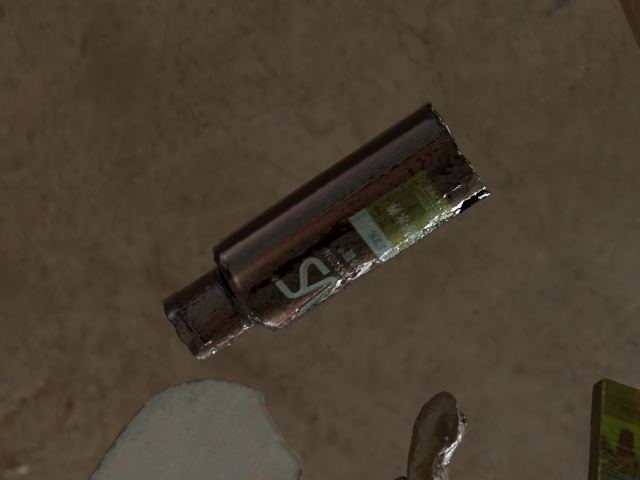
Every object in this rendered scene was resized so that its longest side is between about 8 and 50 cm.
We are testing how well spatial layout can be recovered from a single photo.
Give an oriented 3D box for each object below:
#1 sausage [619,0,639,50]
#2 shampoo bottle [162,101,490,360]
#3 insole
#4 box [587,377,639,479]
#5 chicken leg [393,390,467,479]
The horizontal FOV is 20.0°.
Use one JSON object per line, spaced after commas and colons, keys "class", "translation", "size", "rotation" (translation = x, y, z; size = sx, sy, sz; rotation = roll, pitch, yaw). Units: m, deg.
{"class": "sausage", "translation": [0.402, -0.257, 2.019], "size": [0.123, 0.123, 0.253], "rotation": [-25, 103, 0]}
{"class": "shampoo bottle", "translation": [0.000, 0.000, 1.741], "size": [0.323, 0.084, 0.129], "rotation": [-33, 137, 5]}
{"class": "insole", "translation": [-0.071, 0.117, 0.444], "size": [0.197, 0.065, 0.004], "rotation": [-56, 157, -15]}
{"class": "box", "translation": [0.366, 0.263, 2.091], "size": [0.121, 0.193, 0.030], "rotation": [20, 145, -16]}
{"class": "chicken leg", "translation": [0.078, 0.219, 1.484], "size": [0.085, 0.069, 0.198], "rotation": [21, 87, -50]}
